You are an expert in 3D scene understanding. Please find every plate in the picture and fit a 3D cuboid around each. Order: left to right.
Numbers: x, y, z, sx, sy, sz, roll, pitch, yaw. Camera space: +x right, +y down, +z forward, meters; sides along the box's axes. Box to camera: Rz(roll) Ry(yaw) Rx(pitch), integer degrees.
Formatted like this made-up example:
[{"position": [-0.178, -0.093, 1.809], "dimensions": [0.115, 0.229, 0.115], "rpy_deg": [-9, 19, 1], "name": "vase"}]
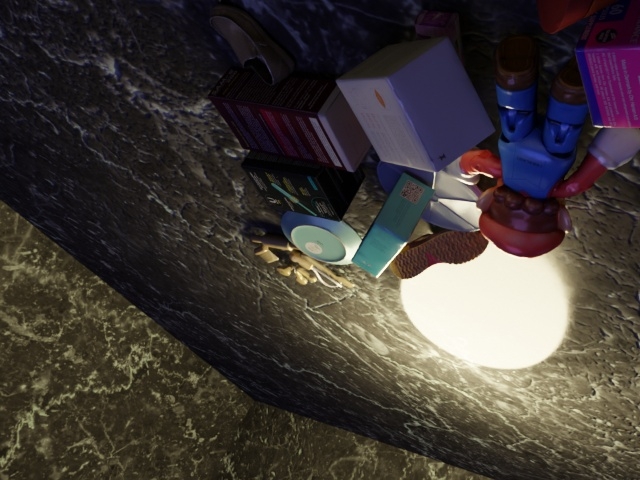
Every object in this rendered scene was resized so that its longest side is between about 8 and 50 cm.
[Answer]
[{"position": [0.000, 0.000, 1.518], "dimensions": [0.188, 0.024, 0.188], "rpy_deg": [17, 149, 11], "name": "plate"}]

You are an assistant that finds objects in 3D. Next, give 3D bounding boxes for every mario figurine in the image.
[{"position": [0.276, -0.118, 0.931], "dimensions": [0.198, 0.170, 0.320], "rpy_deg": [57, 163, 37], "name": "mario figurine"}]

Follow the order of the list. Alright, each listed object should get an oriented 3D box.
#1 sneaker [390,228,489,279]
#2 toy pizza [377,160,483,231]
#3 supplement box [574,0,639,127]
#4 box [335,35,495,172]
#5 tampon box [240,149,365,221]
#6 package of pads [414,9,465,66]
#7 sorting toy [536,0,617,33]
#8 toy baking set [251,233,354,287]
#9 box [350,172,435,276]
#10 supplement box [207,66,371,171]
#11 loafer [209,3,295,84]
[{"position": [0.214, 0.009, 1.289], "dimensions": [0.185, 0.084, 0.069], "rpy_deg": [-18, 106, 30], "name": "sneaker"}, {"position": [0.184, -0.081, 1.160], "dimensions": [0.201, 0.032, 0.201], "rpy_deg": [27, 162, 10], "name": "toy pizza"}, {"position": [0.367, -0.177, 0.666], "dimensions": [0.220, 0.111, 0.114], "rpy_deg": [9, 149, 37], "name": "supplement box"}, {"position": [0.112, -0.167, 0.891], "dimensions": [0.130, 0.091, 0.170], "rpy_deg": [58, 170, -20], "name": "box"}, {"position": [-0.028, -0.118, 1.240], "dimensions": [0.161, 0.101, 0.120], "rpy_deg": [13, 152, 34], "name": "tampon box"}, {"position": [0.146, -0.240, 0.885], "dimensions": [0.050, 0.032, 0.083], "rpy_deg": [15, 153, 27], "name": "package of pads"}, {"position": [0.267, -0.314, 0.554], "dimensions": [0.126, 0.127, 0.365], "rpy_deg": [-3, 151, -1], "name": "sorting toy"}, {"position": [-0.044, 0.049, 1.698], "dimensions": [0.256, 0.030, 0.197], "rpy_deg": [6, 151, 42], "name": "toy baking set"}, {"position": [0.115, -0.019, 1.216], "dimensions": [0.060, 0.100, 0.244], "rpy_deg": [30, 163, 2], "name": "box"}, {"position": [-0.048, -0.192, 1.135], "dimensions": [0.239, 0.073, 0.130], "rpy_deg": [16, 154, 34], "name": "supplement box"}, {"position": [-0.103, -0.283, 1.054], "dimensions": [0.148, 0.050, 0.056], "rpy_deg": [36, 156, -16], "name": "loafer"}]
